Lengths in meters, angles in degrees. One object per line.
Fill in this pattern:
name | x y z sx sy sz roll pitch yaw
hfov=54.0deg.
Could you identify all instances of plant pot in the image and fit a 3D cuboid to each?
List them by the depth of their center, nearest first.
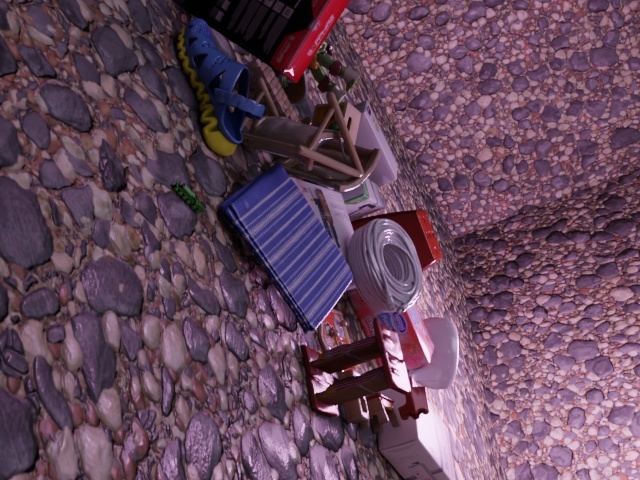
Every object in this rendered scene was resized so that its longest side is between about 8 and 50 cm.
plant pot | 0.268 0.020 2.148 0.267 0.235 0.267 70 18 4

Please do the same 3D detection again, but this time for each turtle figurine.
turtle figurine | -0.037 -0.497 1.828 0.266 0.198 0.275 38 19 -7

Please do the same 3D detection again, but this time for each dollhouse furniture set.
dollhouse furniture set | 0.134 0.332 1.488 0.374 0.201 0.152 40 34 -53

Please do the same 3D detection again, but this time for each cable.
cable | 0.181 0.068 1.708 0.257 0.089 0.257 -18 84 -54

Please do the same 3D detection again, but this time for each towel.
towel | -0.064 0.010 1.394 0.336 0.040 0.243 57 39 -12

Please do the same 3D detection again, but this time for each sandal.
sandal | -0.214 -0.353 1.392 0.126 0.138 0.318 -2 69 -68

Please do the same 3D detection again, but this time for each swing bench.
swing bench | -0.037 -0.231 1.488 0.254 0.253 0.165 41 74 -49

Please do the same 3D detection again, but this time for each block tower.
block tower | -0.118 -0.324 1.691 0.336 0.090 0.097 61 19 -22

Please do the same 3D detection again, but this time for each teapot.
teapot | 0.339 0.363 2.073 0.256 0.187 0.253 94 1 -72

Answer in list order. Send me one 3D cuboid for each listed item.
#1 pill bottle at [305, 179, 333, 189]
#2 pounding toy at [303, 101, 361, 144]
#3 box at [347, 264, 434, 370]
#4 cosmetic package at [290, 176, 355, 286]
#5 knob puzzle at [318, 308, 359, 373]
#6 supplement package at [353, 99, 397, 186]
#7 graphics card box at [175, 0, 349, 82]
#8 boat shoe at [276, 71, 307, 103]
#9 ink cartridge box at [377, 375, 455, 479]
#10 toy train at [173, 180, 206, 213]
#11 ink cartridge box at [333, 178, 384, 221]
pill bottle | 0.016 -0.187 1.793 0.094 0.094 0.169 67 -14 -2
pounding toy | 0.015 -0.385 1.993 0.094 0.206 0.181 26 73 -51
box | 0.213 0.234 1.891 0.300 0.154 0.142 67 19 -5
cosmetic package | 0.000 0.000 1.657 0.377 0.097 0.285 5 68 -69
knob puzzle | 0.046 0.253 1.602 0.213 0.030 0.213 54 24 -37
supplement package | 0.120 -0.306 2.147 0.262 0.204 0.145 61 21 -22
graphics card box | -0.137 -0.548 1.418 0.371 0.233 0.094 37 9 20
boat shoe | -0.089 -0.547 2.003 0.096 0.098 0.277 26 44 -62
ink cartridge box | 0.264 0.546 1.742 0.283 0.117 0.207 55 23 -34
toy train | -0.244 -0.081 1.178 0.083 0.023 0.017 52 25 -41
ink cartridge box | 0.095 -0.132 1.968 0.208 0.153 0.087 19 53 -65
